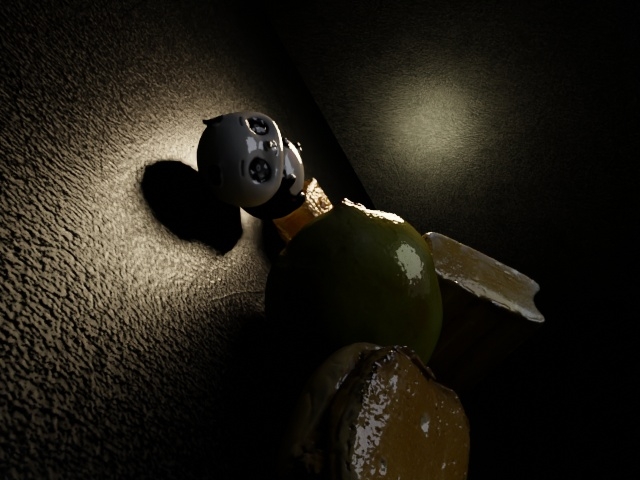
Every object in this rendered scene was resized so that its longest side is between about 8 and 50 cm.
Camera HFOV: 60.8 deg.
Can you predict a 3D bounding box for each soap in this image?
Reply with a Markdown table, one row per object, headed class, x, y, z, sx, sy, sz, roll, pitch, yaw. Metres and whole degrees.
| class | x | y | z | sx | sy | sz | roll | pitch | yaw |
| --- | --- | --- | --- | --- | --- | --- | --- | --- | --- |
| soap | 0.270 | 0.177 | 1.208 | 0.293 | 0.335 | 0.156 | 26 | 41 | -3 |

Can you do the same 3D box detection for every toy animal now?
| class | x | y | z | sx | sy | sz | roll | pitch | yaw |
| --- | --- | --- | --- | --- | --- | --- | --- | --- | --- |
| toy animal | -0.136 | -0.145 | 1.059 | 0.235 | 0.165 | 0.187 | 37 | 44 | -66 |

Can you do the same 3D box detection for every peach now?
| class | x | y | z | sx | sy | sz | roll | pitch | yaw |
| --- | --- | --- | --- | --- | --- | --- | --- | --- | --- |
| peach | 0.073 | 0.104 | 0.969 | 0.314 | 0.316 | 0.281 | 24 | -13 | -30 |

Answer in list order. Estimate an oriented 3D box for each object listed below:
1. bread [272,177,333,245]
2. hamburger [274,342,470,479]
| class | x | y | z | sx | sy | sz | roll | pitch | yaw |
| --- | --- | --- | --- | --- | --- | --- | --- | --- | --- |
| bread | 0.000 | 0.000 | 1.345 | 0.295 | 0.132 | 0.167 | 57 | 14 | -21 |
| hamburger | 0.086 | 0.302 | 0.759 | 0.305 | 0.174 | 0.284 | 55 | 49 | -36 |
